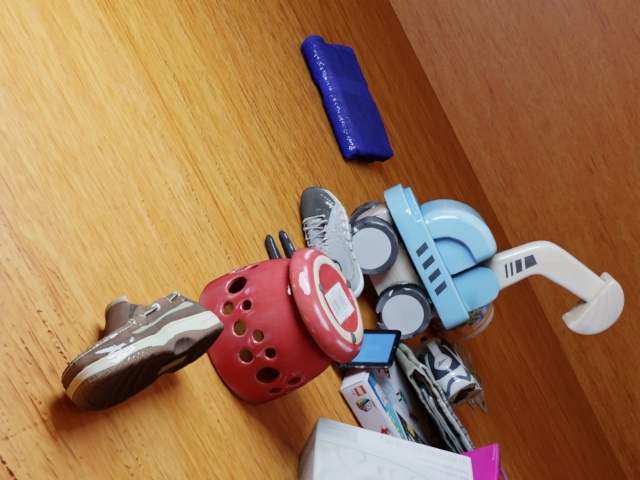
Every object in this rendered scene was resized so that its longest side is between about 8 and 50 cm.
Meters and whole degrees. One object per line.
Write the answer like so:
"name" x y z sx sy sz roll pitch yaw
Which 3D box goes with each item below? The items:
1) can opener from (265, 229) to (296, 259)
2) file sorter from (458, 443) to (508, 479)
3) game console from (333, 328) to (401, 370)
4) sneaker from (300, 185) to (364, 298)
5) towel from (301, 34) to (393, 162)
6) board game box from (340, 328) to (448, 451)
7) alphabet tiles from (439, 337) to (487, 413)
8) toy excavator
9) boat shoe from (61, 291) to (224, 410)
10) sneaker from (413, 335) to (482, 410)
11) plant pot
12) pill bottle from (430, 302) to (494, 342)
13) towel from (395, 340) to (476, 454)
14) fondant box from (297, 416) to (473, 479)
"can opener" -0.044 0.071 1.533 0.059 0.073 0.186 -25 86 -31
"file sorter" 0.213 0.497 1.456 0.182 0.202 0.291 63 20 -14
"game console" 0.066 0.161 1.622 0.124 0.085 0.144 54 22 -10
"sneaker" 0.000 0.000 1.666 0.132 0.086 0.229 5 59 -60
"towel" 0.058 -0.329 2.216 0.227 0.076 0.308 -2 69 -61
"board game box" 0.143 0.334 1.674 0.305 0.053 0.193 60 20 -13
"alphabet tiles" 0.349 0.316 2.274 0.237 0.009 0.198 50 25 -35
"toy excavator" 0.317 0.050 1.827 0.433 0.445 0.222 63 10 -8
"boat shoe" -0.211 0.112 1.031 0.095 0.095 0.257 44 18 12
"sneaker" 0.262 0.276 1.977 0.153 0.094 0.235 59 5 22
"plant pot" -0.048 0.109 1.292 0.191 0.174 0.191 50 23 -31
"pill bottle" 0.277 0.094 2.143 0.272 0.152 0.152 54 23 -26
"towel" 0.231 0.324 1.760 0.312 0.056 0.324 60 1 -10
"fondant box" 0.087 0.409 1.213 0.238 0.096 0.330 17 37 -10
